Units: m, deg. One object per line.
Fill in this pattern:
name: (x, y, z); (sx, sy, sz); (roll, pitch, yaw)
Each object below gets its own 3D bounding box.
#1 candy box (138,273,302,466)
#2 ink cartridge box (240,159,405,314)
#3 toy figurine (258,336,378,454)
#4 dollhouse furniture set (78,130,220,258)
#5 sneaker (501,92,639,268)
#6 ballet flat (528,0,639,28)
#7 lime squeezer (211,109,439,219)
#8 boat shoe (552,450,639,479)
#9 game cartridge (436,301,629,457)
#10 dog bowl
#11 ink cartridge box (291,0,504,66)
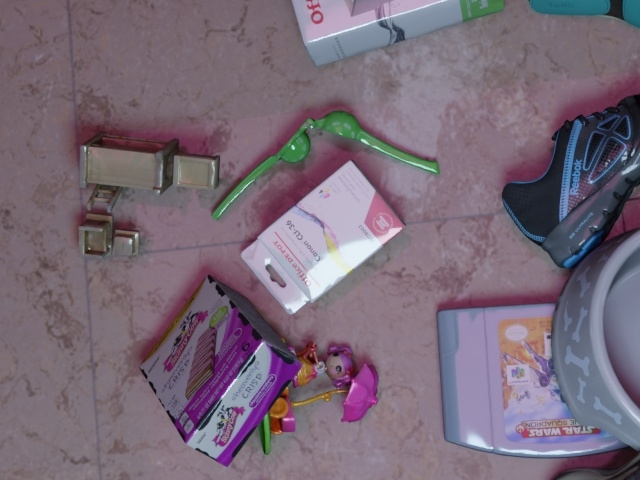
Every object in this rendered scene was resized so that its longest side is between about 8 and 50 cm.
candy box: (-0.130, 0.157, 1.859); (0.071, 0.233, 0.159); (35, 93, -27)
ink cartridge box: (0.000, 0.000, 1.934); (0.198, 0.067, 0.115); (-40, 91, 6)
toy figurine: (-0.006, 0.182, 1.920); (0.159, 0.130, 0.173); (-7, 56, -7)
dollhouse furniture set: (-0.222, -0.052, 1.991); (0.182, 0.101, 0.161); (7, 107, 8)
sneaker: (0.376, -0.130, 1.893); (0.139, 0.125, 0.341); (42, 87, 16)
ballet flat: (0.394, -0.329, 1.946); (0.248, 0.086, 0.086); (12, 84, 10)
lime squeezer: (-0.005, -0.112, 1.983); (0.310, 0.059, 0.110); (-12, 111, 4)
boat shoe: (0.373, 0.328, 1.721); (0.132, 0.355, 0.130); (42, 56, -8)
game cartridge: (0.302, 0.177, 1.894); (0.297, 0.062, 0.198); (-4, 77, 7)
dog bowl: (0.462, 0.126, 1.804); (0.348, 0.102, 0.349); (2, 71, -7)
ink cartridge box: (0.086, -0.371, 1.967); (0.273, 0.115, 0.198); (-17, 80, 5)
